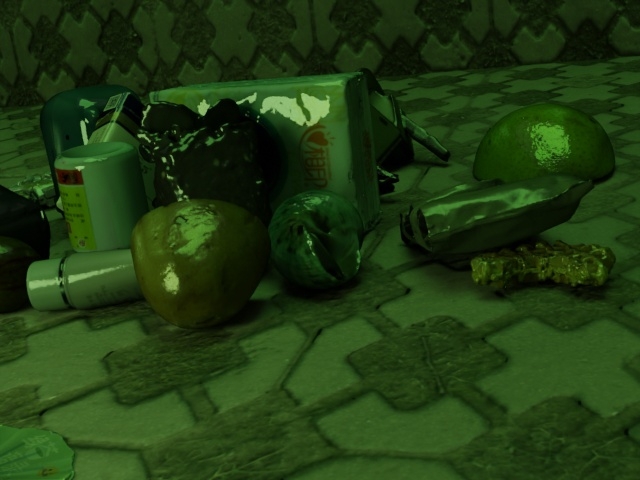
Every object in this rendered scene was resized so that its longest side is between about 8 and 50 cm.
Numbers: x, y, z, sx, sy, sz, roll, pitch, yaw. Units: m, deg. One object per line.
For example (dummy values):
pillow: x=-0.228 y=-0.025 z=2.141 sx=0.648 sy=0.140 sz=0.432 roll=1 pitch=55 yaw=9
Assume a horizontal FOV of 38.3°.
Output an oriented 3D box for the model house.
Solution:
model house: x=0.140 y=-0.214 z=2.087 sx=0.278 sy=0.218 sz=0.205 roll=43 pitch=1 yaw=28

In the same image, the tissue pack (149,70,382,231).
tissue pack: x=-0.099 y=-0.154 z=1.690 sx=0.388 sy=0.287 sz=0.162 roll=0 pitch=20 yaw=20

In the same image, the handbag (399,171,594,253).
handbag: x=0.258 y=-0.038 z=1.433 sx=0.253 sy=0.109 sz=0.316 roll=-12 pitch=0 yaw=-2

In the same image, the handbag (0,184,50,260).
handbag: x=-0.663 y=0.009 z=1.590 sx=0.275 sy=0.178 sz=0.302 roll=23 pitch=33 yaw=30

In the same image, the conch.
conch: x=-0.002 y=0.003 z=1.435 sx=0.176 sy=0.122 sz=0.188 roll=35 pitch=35 yaw=21

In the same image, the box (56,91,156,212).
box: x=-0.364 y=-0.128 z=1.714 sx=0.071 sy=0.168 sz=0.259 roll=-12 pitch=48 yaw=39

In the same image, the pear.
pear: x=0.453 y=-0.183 z=1.842 sx=0.288 sy=0.139 sz=0.239 roll=-8 pitch=26 yaw=3

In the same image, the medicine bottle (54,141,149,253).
medicine bottle: x=-0.358 y=-0.045 z=1.548 sx=0.139 sy=0.225 sz=0.139 roll=-7 pitch=18 yaw=2

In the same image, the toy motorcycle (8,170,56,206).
toy motorcycle: x=-0.651 y=-0.121 z=2.163 sx=0.151 sy=0.074 sz=0.228 roll=14 pitch=36 yaw=37

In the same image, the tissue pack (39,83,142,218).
tissue pack: x=-0.433 y=-0.166 z=1.852 sx=0.198 sy=0.287 sz=0.206 roll=-16 pitch=14 yaw=-39

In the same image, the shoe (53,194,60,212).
shoe: x=-0.505 y=-0.116 z=2.064 sx=0.112 sy=0.099 sz=0.227 roll=-9 pitch=17 yaw=19

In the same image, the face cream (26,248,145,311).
face cream: x=-0.292 y=0.055 z=1.430 sx=0.314 sy=0.089 sz=0.143 roll=-6 pitch=-26 yaw=3

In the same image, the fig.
fig: x=-0.485 y=0.055 z=1.522 sx=0.124 sy=0.124 sz=0.236 roll=1 pitch=0 yaw=25

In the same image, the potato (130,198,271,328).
potato: x=-0.169 y=0.051 z=1.301 sx=0.203 sy=0.178 sz=0.158 roll=14 pitch=30 yaw=-16

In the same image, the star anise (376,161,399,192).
star anise: x=0.031 y=-0.143 z=1.862 sx=0.272 sy=0.103 sz=0.272 roll=24 pitch=3 yaw=-1

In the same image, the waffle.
waffle: x=0.314 y=0.039 z=1.304 sx=0.194 sy=0.051 sz=0.149 roll=2 pitch=17 yaw=29

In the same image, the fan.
fan: x=-0.338 y=0.242 z=1.001 sx=0.131 sy=0.009 sz=0.240 roll=-16 pitch=19 yaw=-33

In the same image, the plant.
plant: x=-0.191 y=-0.096 z=1.527 sx=0.199 sy=0.276 sz=0.188 roll=-16 pitch=-12 yaw=-21
